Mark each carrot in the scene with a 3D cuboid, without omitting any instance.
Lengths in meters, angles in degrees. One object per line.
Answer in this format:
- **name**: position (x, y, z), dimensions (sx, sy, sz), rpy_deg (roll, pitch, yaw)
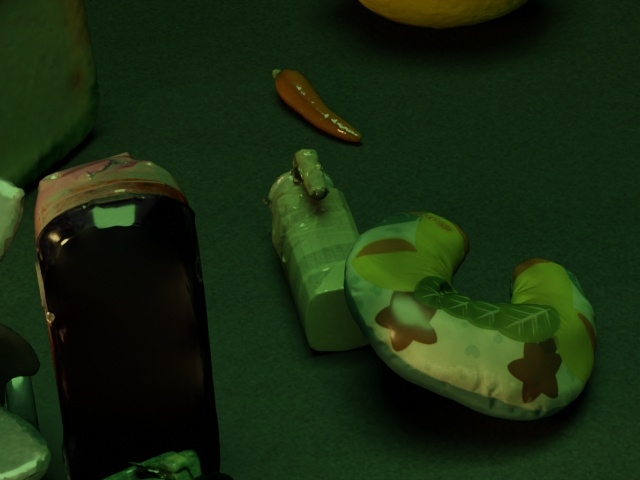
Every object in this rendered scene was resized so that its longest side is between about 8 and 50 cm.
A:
- **carrot**: position (-0.007, -0.139, 2.076), dimensions (0.035, 0.035, 0.142), rpy_deg (-24, 49, -28)

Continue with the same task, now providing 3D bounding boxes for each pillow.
- **pillow**: position (0.129, 0.061, 1.712), dimensions (0.233, 0.086, 0.214), rpy_deg (22, 35, -4)

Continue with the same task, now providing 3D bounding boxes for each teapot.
- **teapot**: position (0.000, 0.000, 1.821), dimensions (0.077, 0.107, 0.200), rpy_deg (-9, 37, -9)

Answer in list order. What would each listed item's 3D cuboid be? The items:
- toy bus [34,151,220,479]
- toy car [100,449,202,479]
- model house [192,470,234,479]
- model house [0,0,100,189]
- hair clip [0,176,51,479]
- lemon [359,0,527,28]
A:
- **toy bus**: position (-0.153, 0.075, 1.564), dimensions (0.127, 0.303, 0.147), rpy_deg (-9, 32, -8)
- **toy car**: position (-0.214, 0.265, 1.442), dimensions (0.320, 0.141, 0.097), rpy_deg (-24, 16, -30)
- **model house**: position (-0.051, 0.337, 1.312), dimensions (0.291, 0.184, 0.253), rpy_deg (39, 51, 25)
- **model house**: position (-0.420, -0.177, 1.979), dimensions (0.280, 0.245, 0.312), rpy_deg (12, 37, 30)
- **hair clip**: position (-0.365, 0.125, 1.514), dimensions (0.318, 0.238, 0.392), rpy_deg (-8, 59, -9)
- **lemon**: position (0.134, -0.347, 2.194), dimensions (0.288, 0.233, 0.233), rpy_deg (-1, 36, 2)
